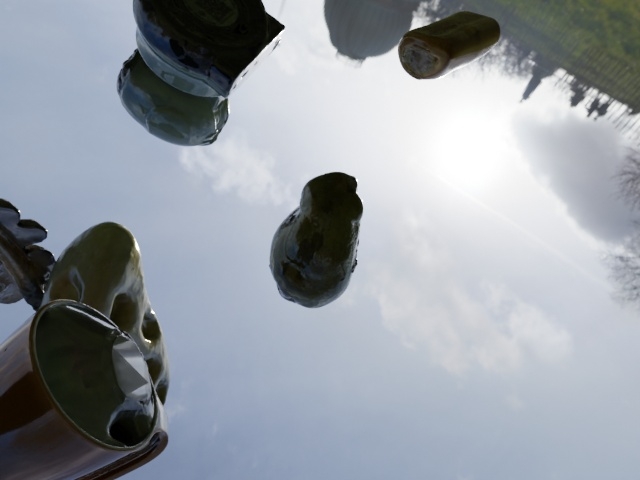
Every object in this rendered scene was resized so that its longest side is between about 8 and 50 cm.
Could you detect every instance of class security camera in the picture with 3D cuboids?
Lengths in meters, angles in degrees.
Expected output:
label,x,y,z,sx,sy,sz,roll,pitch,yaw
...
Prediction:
label,x,y,z,sx,sy,sz,roll,pitch,yaw
security camera,-0.209,-0.265,0.817,0.191,0.277,0.197,35,-128,-9

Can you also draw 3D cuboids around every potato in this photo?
label,x,y,z,sx,sy,sz,roll,pitch,yaw
potato,-0.003,-0.002,1.250,0.202,0.351,0.218,14,-151,-24

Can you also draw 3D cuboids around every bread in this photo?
label,x,y,z,sx,sy,sz,roll,pitch,yaw
bread,0.201,-0.303,0.816,0.092,0.074,0.239,29,-139,22

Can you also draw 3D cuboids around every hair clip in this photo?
label,x,y,z,sx,sy,sz,roll,pitch,yaw
hair clip,-0.488,0.031,0.830,0.146,0.257,0.075,-16,-135,-4

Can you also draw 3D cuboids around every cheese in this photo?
label,x,y,z,sx,sy,sz,roll,pitch,yaw
cheese,-0.346,0.169,0.903,0.129,0.328,0.351,9,-105,20

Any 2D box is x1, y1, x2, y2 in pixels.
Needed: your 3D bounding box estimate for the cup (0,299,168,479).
label,x,y,z,sx,sy,sz,roll,pitch,yaw
cup,-0.308,0.212,0.579,0.226,0.264,0.182,53,-174,-32
